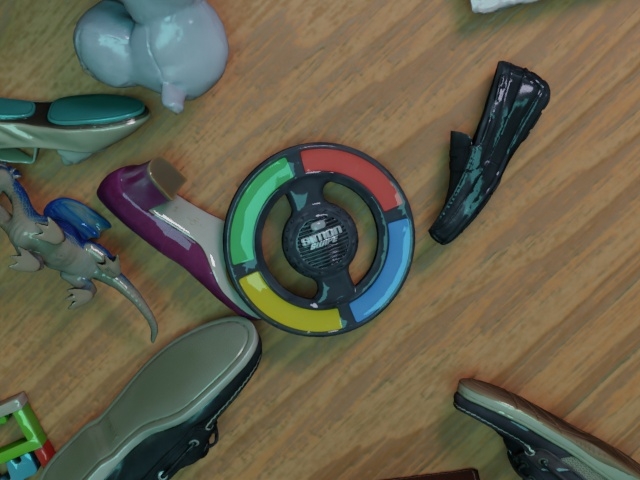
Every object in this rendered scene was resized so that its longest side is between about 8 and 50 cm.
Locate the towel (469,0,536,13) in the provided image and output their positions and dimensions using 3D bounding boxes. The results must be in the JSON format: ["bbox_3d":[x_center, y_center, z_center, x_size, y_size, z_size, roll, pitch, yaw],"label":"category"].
[{"bbox_3d":[0.290,-0.439,1.102,0.331,0.053,0.317,-13,102,4],"label":"towel"}]

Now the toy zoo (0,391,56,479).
[{"bbox_3d":[-0.399,0.360,1.289,0.192,0.030,0.293,-24,100,6],"label":"toy zoo"}]

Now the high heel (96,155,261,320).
[{"bbox_3d":[-0.163,0.009,1.207,0.117,0.082,0.244,-17,123,43],"label":"high heel"}]

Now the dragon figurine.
[{"bbox_3d":[-0.297,0.005,1.184,0.289,0.144,0.085,33,101,-31],"label":"dragon figurine"}]

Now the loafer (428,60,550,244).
[{"bbox_3d":[0.180,-0.100,1.165,0.078,0.076,0.223,30,96,0],"label":"loafer"}]

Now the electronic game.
[{"bbox_3d":[0.000,0.000,1.179,0.229,0.048,0.229,-1,97,-11],"label":"electronic game"}]

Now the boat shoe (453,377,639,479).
[{"bbox_3d":[0.277,0.263,1.222,0.285,0.103,0.092,29,96,-11],"label":"boat shoe"}]

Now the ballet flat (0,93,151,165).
[{"bbox_3d":[-0.318,-0.127,1.172,0.248,0.086,0.086,3,102,2],"label":"ballet flat"}]

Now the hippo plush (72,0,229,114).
[{"bbox_3d":[-0.166,-0.283,1.095,0.294,0.234,0.237,6,133,15],"label":"hippo plush"}]

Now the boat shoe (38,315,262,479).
[{"bbox_3d":[-0.185,0.231,1.222,0.340,0.127,0.113,-44,127,1],"label":"boat shoe"}]

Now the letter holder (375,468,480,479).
[{"bbox_3d":[0.098,0.403,1.150,0.214,0.302,0.152,-6,102,3],"label":"letter holder"}]
